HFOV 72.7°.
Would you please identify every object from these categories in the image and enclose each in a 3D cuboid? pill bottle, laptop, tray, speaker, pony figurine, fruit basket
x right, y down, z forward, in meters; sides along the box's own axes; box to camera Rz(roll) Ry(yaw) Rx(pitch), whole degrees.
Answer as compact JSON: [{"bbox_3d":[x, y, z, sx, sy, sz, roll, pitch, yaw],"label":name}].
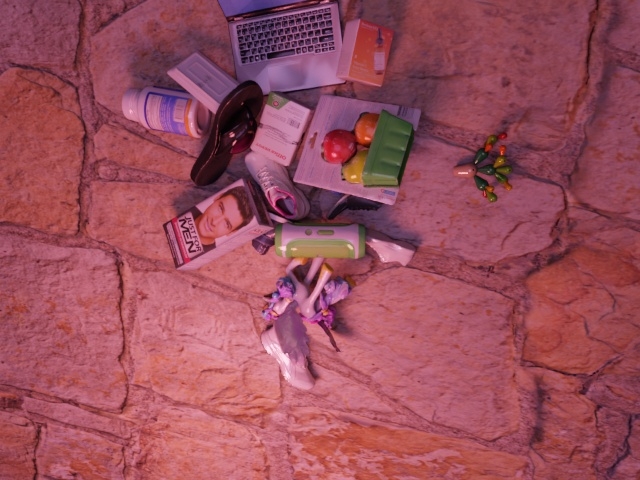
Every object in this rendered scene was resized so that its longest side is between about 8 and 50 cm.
[{"bbox_3d":[-0.538,-0.455,1.519,0.272,0.152,0.152,12,105,8],"label":"pill bottle"},{"bbox_3d":[-0.140,-0.684,1.353,0.382,0.236,0.407,-5,102,11],"label":"laptop"},{"bbox_3d":[-0.374,-0.534,1.452,0.270,0.030,0.145,41,73,11],"label":"tray"},{"bbox_3d":[0.000,0.000,1.465,0.297,0.131,0.131,1,103,2],"label":"speaker"},{"bbox_3d":[-0.045,0.235,1.563,0.363,0.303,0.351,-51,59,20],"label":"pony figurine"},{"bbox_3d":[0.119,-0.304,1.433,0.353,0.165,0.327,14,83,23],"label":"fruit basket"}]

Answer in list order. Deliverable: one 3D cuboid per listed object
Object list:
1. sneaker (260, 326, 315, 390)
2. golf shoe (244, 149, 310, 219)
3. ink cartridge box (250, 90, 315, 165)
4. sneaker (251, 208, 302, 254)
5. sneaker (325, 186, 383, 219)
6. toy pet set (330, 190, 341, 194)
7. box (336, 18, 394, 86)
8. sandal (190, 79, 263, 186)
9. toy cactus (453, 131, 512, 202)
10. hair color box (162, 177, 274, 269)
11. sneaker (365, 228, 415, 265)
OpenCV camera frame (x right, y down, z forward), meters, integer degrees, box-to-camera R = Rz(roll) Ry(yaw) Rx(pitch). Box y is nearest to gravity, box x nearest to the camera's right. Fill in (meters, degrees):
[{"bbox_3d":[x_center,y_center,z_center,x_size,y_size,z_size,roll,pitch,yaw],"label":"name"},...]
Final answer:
[{"bbox_3d":[-0.106,0.450,1.684,0.129,0.111,0.297,-35,96,10],"label":"sneaker"},{"bbox_3d":[-0.159,-0.196,1.523,0.115,0.140,0.306,-42,92,17],"label":"golf shoe"},{"bbox_3d":[-0.130,-0.383,1.490,0.153,0.087,0.208,27,112,3],"label":"ink cartridge box"},{"bbox_3d":[-0.147,-0.008,1.583,0.226,0.086,0.163,22,95,14],"label":"sneaker"},{"bbox_3d":[0.128,-0.121,1.518,0.222,0.083,0.118,-41,93,15],"label":"sneaker"},{"bbox_3d":[0.062,-0.226,1.514,0.122,0.065,0.114,29,106,2],"label":"toy pet set"},{"bbox_3d":[0.139,-0.589,1.375,0.130,0.091,0.170,4,107,-25],"label":"box"},{"bbox_3d":[-0.294,-0.333,1.464,0.107,0.167,0.446,49,128,13],"label":"sandal"},{"bbox_3d":[0.533,-0.237,1.426,0.181,0.112,0.219,2,107,29],"label":"toy cactus"},{"bbox_3d":[-0.372,-0.051,1.564,0.374,0.113,0.185,-26,76,18],"label":"hair color box"},{"bbox_3d":[0.223,0.032,1.546,0.212,0.080,0.094,22,117,3],"label":"sneaker"}]
